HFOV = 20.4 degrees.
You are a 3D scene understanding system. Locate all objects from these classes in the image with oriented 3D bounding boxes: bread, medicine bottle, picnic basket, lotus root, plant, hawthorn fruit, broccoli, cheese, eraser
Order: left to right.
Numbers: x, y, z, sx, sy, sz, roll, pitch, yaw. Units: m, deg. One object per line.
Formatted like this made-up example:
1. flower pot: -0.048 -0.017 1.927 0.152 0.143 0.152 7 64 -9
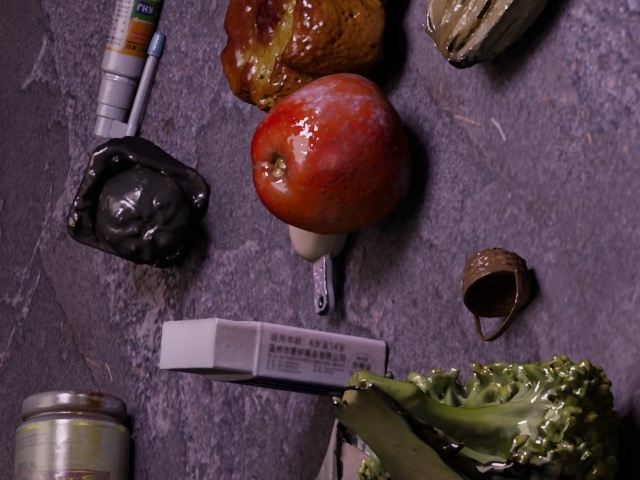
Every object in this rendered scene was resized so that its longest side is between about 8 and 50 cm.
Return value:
1. medicine bottle: -0.325 0.365 2.309 0.151 0.151 0.322 -28 56 52
2. medicine bottle: -0.269 -0.249 2.526 0.092 0.061 0.221 19 97 40
3. plant: -0.240 -0.050 2.315 0.142 0.164 0.256 -66 17 13
4. eraser: -0.050 0.123 1.884 0.124 0.210 0.068 -5 77 58
5. bread: -0.009 -0.237 2.015 0.246 0.135 0.232 -34 56 50
6. cheese: 0.002 -0.004 1.996 0.092 0.047 0.171 120 145 -47
7. hawthorn fruit: 0.009 -0.090 1.897 0.173 0.173 0.173 -27 57 53
8. broccoli: 0.145 0.156 1.555 0.242 0.273 0.180 -25 26 52
9. lotus root: 0.171 -0.242 1.788 0.144 0.070 0.143 -60 41 21
10. picnic basket: 0.168 0.055 1.685 0.072 0.072 0.083 -52 27 37

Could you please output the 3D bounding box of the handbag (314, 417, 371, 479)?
1. handbag: 0.020 0.324 1.794 0.182 0.117 0.270 31 107 44
